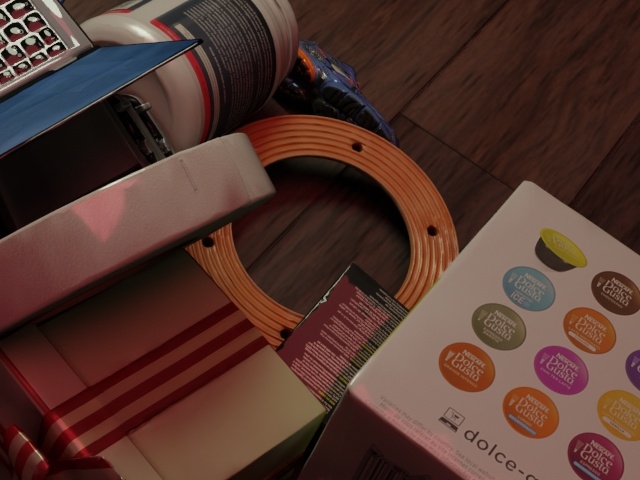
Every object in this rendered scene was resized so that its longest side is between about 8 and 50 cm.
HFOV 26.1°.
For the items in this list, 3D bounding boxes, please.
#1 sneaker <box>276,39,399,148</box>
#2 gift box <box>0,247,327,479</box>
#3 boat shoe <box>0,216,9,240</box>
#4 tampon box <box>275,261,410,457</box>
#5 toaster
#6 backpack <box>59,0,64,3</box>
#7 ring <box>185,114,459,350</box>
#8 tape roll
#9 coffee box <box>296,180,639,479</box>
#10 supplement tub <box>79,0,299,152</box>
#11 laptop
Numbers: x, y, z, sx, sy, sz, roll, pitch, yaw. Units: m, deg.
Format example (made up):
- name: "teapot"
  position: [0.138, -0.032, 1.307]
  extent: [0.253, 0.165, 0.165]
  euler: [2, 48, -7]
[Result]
- name: "sneaker"
  position: [0.026, -0.184, 1.750]
  extent: [0.221, 0.083, 0.087]
  euler: [48, 42, 13]
- name: "gift box"
  position: [-0.165, 0.200, 1.282]
  extent: [0.258, 0.255, 0.276]
  euler: [-29, 63, -35]
- name: "boat shoe"
  position: [-0.353, -0.005, 1.498]
  extent: [0.066, 0.066, 0.183]
  euler: [43, 53, 16]
- name: "tampon box"
  position: [0.010, 0.127, 1.451]
  extent: [0.101, 0.120, 0.161]
  euler: [41, 64, 4]
- name: "toaster"
  position: [-0.251, -0.075, 1.419]
  extent: [0.185, 0.168, 0.110]
  euler: [-28, 90, 10]
- name: "backpack"
  position: [-0.430, -0.301, 1.622]
  extent: [0.263, 0.213, 0.276]
  euler: [24, 49, -9]
- name: "ring"
  position: [0.000, 0.000, 1.609]
  extent: [0.336, 0.032, 0.337]
  euler: [8, 60, -14]
- name: "tape roll"
  position: [-0.224, 0.014, 1.324]
  extent: [0.392, 0.392, 0.072]
  euler: [-28, 91, -32]
- name: "coffee box"
  position: [0.199, 0.220, 1.324]
  extent: [0.337, 0.338, 0.334]
  euler: [36, 51, 11]
- name: "supplement tub"
  position: [-0.161, -0.205, 1.610]
  extent: [0.191, 0.191, 0.272]
  euler: [35, 38, 10]
- name: "laptop"
  position: [-0.394, -0.190, 1.314]
  extent: [0.382, 0.236, 0.408]
  euler: [-34, 77, -24]
